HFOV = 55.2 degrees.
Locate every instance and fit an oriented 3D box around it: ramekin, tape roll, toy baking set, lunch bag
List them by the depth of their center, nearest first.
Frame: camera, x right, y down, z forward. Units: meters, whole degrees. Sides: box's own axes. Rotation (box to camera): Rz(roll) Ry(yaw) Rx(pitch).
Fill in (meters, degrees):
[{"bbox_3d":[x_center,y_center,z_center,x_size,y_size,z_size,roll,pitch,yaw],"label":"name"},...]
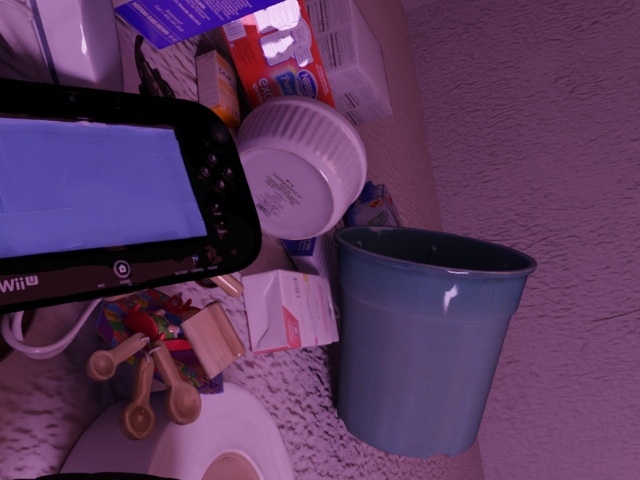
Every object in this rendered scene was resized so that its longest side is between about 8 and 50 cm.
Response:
[{"bbox_3d":[-0.154,0.045,0.508,0.256,0.030,0.196,48,35,-26],"label":"toy baking set"},{"bbox_3d":[-0.121,0.282,0.580,0.286,0.100,0.286,-14,90,-71],"label":"tape roll"},{"bbox_3d":[-0.041,-0.096,0.901,0.207,0.207,0.109,64,33,-32],"label":"ramekin"},{"bbox_3d":[0.138,-0.008,1.402,0.303,0.115,0.243,-75,142,-74],"label":"lunch bag"}]

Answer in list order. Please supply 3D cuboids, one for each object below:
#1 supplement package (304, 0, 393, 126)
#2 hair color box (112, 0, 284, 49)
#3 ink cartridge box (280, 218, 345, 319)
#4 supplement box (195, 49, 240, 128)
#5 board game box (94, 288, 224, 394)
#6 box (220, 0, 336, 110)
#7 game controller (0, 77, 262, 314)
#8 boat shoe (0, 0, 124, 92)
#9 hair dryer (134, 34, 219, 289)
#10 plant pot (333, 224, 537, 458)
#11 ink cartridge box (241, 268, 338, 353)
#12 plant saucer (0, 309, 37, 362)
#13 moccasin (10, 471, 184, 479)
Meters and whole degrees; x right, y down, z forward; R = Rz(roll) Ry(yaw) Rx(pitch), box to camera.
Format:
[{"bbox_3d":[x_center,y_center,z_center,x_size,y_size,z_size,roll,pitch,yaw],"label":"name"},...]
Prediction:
[{"bbox_3d":[0.055,-0.418,1.446,0.262,0.145,0.203,32,48,-64],"label":"supplement package"},{"bbox_3d":[-0.089,-0.384,0.742,0.110,0.339,0.185,31,49,-63],"label":"hair color box"},{"bbox_3d":[0.000,0.000,1.171,0.223,0.045,0.224,-79,149,-49],"label":"ink cartridge box"},{"bbox_3d":[-0.152,-0.223,0.914,0.062,0.036,0.098,31,48,-64],"label":"supplement box"},{"bbox_3d":[-0.145,0.079,0.599,0.133,0.033,0.168,32,11,-21],"label":"board game box"},{"bbox_3d":[-0.065,-0.273,0.968,0.122,0.128,0.256,-111,180,-52],"label":"box"},{"bbox_3d":[-0.174,-0.038,0.461,0.319,0.067,0.166,-8,68,-50],"label":"game controller"},{"bbox_3d":[-0.269,-0.245,0.464,0.135,0.157,0.367,-99,-179,-50],"label":"boat shoe"},{"bbox_3d":[-0.156,-0.066,0.700,0.293,0.080,0.223,66,6,27],"label":"hair dryer"},{"bbox_3d":[0.173,0.168,1.074,0.341,0.341,0.333,-28,126,-70],"label":"plant pot"},{"bbox_3d":[-0.041,0.112,0.956,0.198,0.067,0.115,17,62,-66],"label":"ink cartridge box"},{"bbox_3d":[-0.275,0.016,0.438,0.168,0.029,0.168,-14,90,-71],"label":"plant saucer"},{"bbox_3d":[-0.176,0.217,0.317,0.380,0.139,0.146,7,84,-52],"label":"moccasin"}]
